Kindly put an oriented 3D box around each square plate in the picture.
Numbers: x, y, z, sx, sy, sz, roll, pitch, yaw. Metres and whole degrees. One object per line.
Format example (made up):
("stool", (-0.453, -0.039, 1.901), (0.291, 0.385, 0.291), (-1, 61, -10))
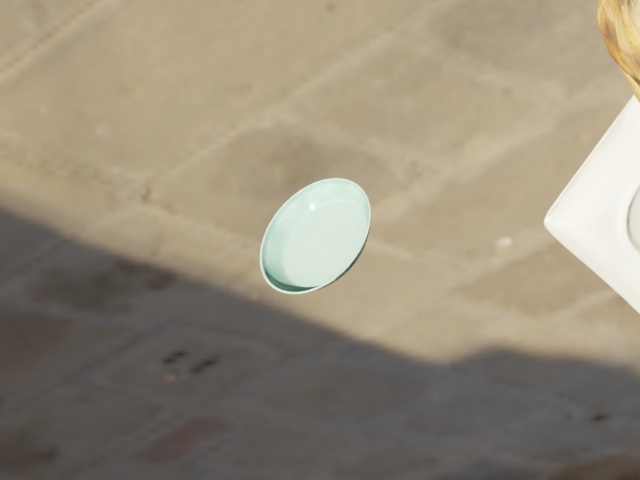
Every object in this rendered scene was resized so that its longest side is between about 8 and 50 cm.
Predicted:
("square plate", (0.436, -0.068, 1.970), (0.344, 0.049, 0.347), (39, 87, -39))

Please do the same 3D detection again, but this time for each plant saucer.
("plant saucer", (0.000, 0.000, 1.653), (0.119, 0.119, 0.021), (-21, 140, 27))

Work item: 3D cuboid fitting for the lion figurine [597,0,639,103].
("lion figurine", (0.286, -0.157, 1.479), (0.142, 0.240, 0.392), (-34, 180, -3))
